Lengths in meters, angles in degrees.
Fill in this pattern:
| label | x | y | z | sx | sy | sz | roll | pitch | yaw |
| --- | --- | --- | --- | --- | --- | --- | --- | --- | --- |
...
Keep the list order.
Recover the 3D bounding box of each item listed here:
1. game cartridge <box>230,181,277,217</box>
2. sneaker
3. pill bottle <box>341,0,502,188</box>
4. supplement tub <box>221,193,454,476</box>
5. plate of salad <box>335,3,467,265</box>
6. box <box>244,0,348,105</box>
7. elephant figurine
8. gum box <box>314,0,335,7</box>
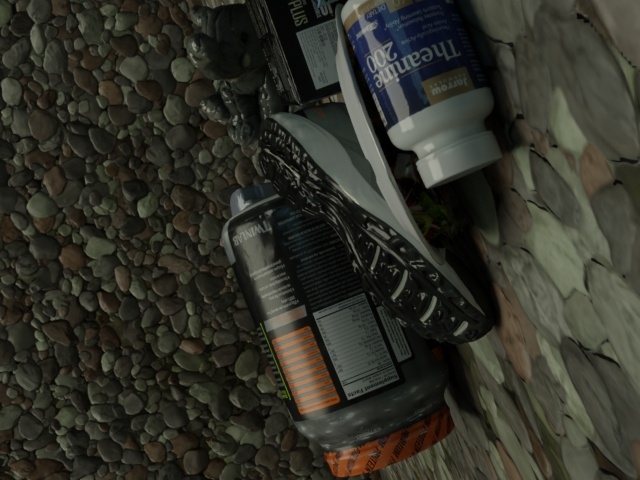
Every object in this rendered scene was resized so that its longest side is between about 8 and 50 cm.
| label | x | y | z | sx | sy | sz | roll | pitch | yaw |
| --- | --- | --- | --- | --- | --- | --- | --- | --- | --- |
| game cartridge | 0.002 | 0.057 | 1.114 | 0.060 | 0.196 | 0.294 | -27 | 79 | 48 |
| sneaker | 0.061 | -0.028 | 0.714 | 0.271 | 0.108 | 0.100 | 50 | 150 | 20 |
| pill bottle | 0.063 | -0.095 | 0.490 | 0.067 | 0.067 | 0.120 | 128 | 120 | -84 |
| supplement tub | 0.025 | 0.095 | 0.947 | 0.193 | 0.193 | 0.316 | 121 | 128 | -83 |
| plate of salad | 0.061 | -0.079 | 0.588 | 0.200 | 0.048 | 0.200 | -21 | -90 | -76 |
| box | -0.024 | -0.226 | 0.786 | 0.147 | 0.077 | 0.180 | -136 | 25 | -77 |
| elephant figurine | -0.099 | -0.251 | 1.059 | 0.186 | 0.169 | 0.239 | 47 | 170 | 33 |
| gum box | -0.007 | -0.280 | 0.602 | 0.184 | 0.041 | 0.157 | 134 | 114 | -83 |
